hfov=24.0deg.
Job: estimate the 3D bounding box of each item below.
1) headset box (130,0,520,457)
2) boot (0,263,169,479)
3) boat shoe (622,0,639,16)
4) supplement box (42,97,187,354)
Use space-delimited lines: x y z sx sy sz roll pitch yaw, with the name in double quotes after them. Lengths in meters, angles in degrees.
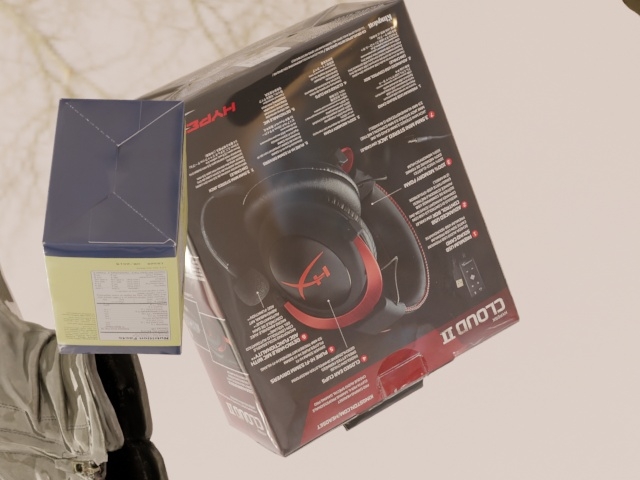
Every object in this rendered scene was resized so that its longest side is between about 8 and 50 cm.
0.000 0.000 1.104 0.110 0.218 0.293 15 -50 64 "headset box"
-0.158 0.057 0.824 0.161 0.083 0.246 -10 -81 43 "boot"
0.201 -0.117 0.779 0.060 0.064 0.178 -17 -118 -4 "boat shoe"
-0.088 -0.005 0.669 0.083 0.056 0.083 95 -4 -52 "supplement box"
